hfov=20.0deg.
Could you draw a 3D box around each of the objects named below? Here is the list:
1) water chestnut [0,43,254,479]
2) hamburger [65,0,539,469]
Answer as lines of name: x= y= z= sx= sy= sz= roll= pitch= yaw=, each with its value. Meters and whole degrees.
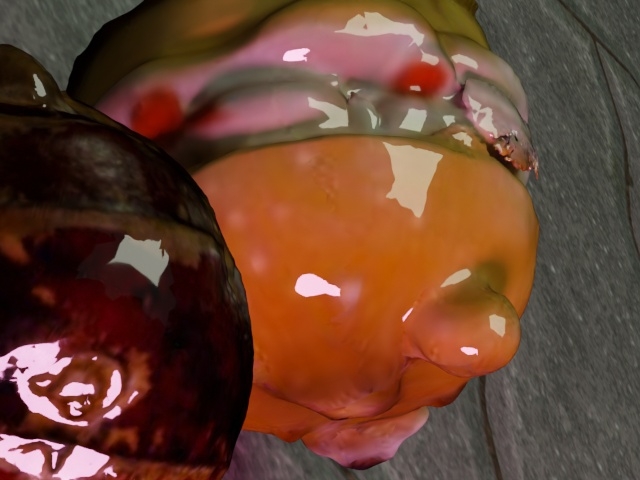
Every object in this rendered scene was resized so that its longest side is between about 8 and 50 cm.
water chestnut: x=-0.136 y=0.046 z=0.757 sx=0.224 sy=0.238 sz=0.223 roll=25 pitch=1 yaw=0
hamburger: x=0.000 y=0.000 z=1.010 sx=0.276 sy=0.276 sz=0.236 roll=36 pitch=34 yaw=-49
